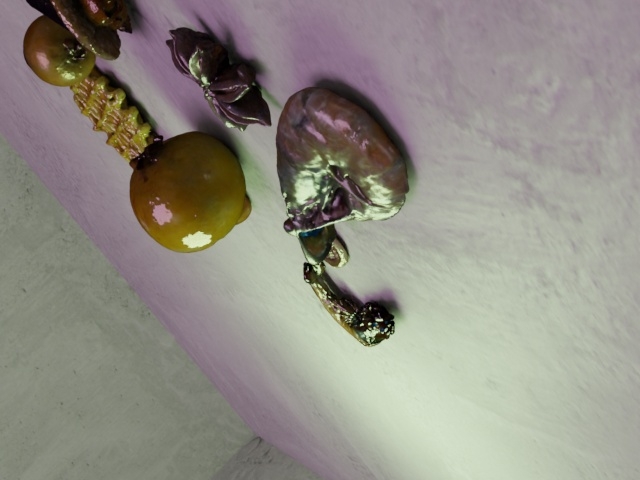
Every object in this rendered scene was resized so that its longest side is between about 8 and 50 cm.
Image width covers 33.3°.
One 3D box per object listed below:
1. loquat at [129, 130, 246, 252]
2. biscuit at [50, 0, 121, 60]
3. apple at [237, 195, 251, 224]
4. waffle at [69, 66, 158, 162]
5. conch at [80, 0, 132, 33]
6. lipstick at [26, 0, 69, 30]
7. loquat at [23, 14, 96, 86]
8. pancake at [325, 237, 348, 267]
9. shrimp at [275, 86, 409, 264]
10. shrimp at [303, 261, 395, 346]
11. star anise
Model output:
[{"bbox_3d":[-0.256,-0.097,2.015,0.244,0.244,0.244,41,162,16],"label":"loquat"},{"bbox_3d":[-0.420,-0.407,1.870,0.220,0.033,0.220,54,-165,-21],"label":"biscuit"},{"bbox_3d":[-0.181,-0.069,2.166,0.084,0.071,0.084,41,163,16],"label":"apple"},{"bbox_3d":[-0.456,-0.272,2.375,0.312,0.060,0.307,30,158,46],"label":"waffle"},{"bbox_3d":[-0.389,-0.439,1.802,0.233,0.080,0.086,57,169,-23],"label":"conch"},{"bbox_3d":[-0.538,-0.485,2.048,0.299,0.081,0.081,37,161,33],"label":"lipstick"},{"bbox_3d":[-0.525,-0.383,2.153,0.163,0.137,0.163,38,143,37],"label":"loquat"},{"bbox_3d":[0.000,0.000,1.979,0.139,0.022,0.139,40,163,15],"label":"pancake"},{"bbox_3d":[0.022,-0.086,1.632,0.221,0.110,0.446,35,157,7],"label":"shrimp"},{"bbox_3d":[0.052,0.119,2.072,0.222,0.054,0.290,48,167,-5],"label":"shrimp"},{"bbox_3d":[-0.156,-0.255,1.688,0.212,0.073,0.197,51,166,-26],"label":"star anise"}]
